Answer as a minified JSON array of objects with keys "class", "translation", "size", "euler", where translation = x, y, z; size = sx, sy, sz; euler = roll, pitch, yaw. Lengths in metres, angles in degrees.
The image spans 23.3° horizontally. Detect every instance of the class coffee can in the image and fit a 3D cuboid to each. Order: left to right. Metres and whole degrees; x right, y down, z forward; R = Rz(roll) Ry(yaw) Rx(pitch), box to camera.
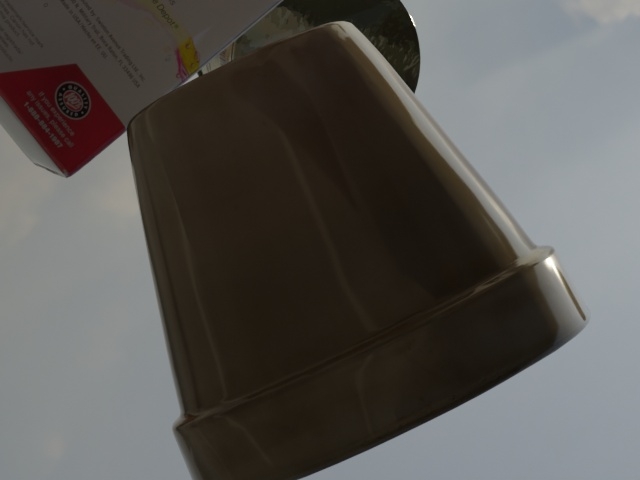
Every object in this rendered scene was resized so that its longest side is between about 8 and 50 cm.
[{"class":"coffee can","translation":[-0.024,-0.209,1.716],"size":[0.201,0.201,0.275],"euler":[-53,-161,2]}]

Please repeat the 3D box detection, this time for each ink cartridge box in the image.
[{"class":"ink cartridge box","translation":[-0.195,-0.238,1.404],"size":[0.306,0.226,0.131],"euler":[-41,-160,-15]}]

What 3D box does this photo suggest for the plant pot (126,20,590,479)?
[{"class":"plant pot","translation":[0.000,0.000,1.163],"size":[0.323,0.280,0.323],"euler":[-24,180,0]}]
